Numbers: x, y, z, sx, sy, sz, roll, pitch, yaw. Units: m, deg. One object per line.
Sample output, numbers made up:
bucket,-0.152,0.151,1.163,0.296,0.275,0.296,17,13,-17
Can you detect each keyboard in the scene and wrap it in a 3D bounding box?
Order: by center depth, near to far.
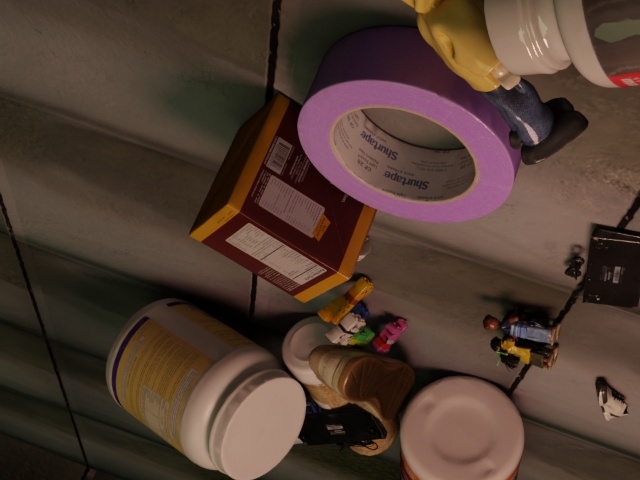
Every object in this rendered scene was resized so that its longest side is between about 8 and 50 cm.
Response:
keyboard,0.397,0.038,1.516,0.108,0.023,0.180,6,148,13
keyboard,0.039,0.350,2.035,0.192,0.038,0.100,-11,117,34

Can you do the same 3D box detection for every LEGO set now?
LEGO set,0.072,0.118,1.801,0.087,0.093,0.227,48,-169,24

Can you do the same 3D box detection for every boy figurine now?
boy figurine,0.161,-0.216,1.135,0.092,0.177,0.285,-35,109,10

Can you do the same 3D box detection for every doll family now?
doll family,0.317,0.155,1.721,0.111,0.076,0.193,16,146,18

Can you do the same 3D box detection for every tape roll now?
tape roll,0.114,-0.136,1.340,0.274,0.090,0.275,16,152,9

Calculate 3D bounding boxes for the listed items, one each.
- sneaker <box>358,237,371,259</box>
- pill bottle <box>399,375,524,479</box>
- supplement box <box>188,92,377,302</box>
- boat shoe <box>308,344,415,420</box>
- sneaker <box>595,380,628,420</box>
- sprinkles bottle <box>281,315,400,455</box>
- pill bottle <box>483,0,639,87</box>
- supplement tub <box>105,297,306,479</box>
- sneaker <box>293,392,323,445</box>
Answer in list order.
sneaker,0.000,0.000,1.684,0.152,0.054,0.061,22,154,-2
pill bottle,0.262,0.437,2.070,0.224,0.224,0.392,14,150,14
supplement box,-0.038,-0.054,1.472,0.194,0.191,0.129,32,150,-17
boat shoe,0.076,0.239,1.893,0.098,0.109,0.302,25,177,30
sneaker,0.491,0.266,1.830,0.043,0.040,0.109,-12,143,21
sprinkles bottle,0.045,0.281,2.060,0.121,0.121,0.355,5,147,28
pill bottle,0.314,-0.229,0.958,0.318,0.176,0.176,-2,144,36
supplement tub,-0.212,0.273,2.004,0.331,0.241,0.241,27,160,38
sneaker,-0.063,0.361,2.204,0.182,0.128,0.315,-14,175,28
